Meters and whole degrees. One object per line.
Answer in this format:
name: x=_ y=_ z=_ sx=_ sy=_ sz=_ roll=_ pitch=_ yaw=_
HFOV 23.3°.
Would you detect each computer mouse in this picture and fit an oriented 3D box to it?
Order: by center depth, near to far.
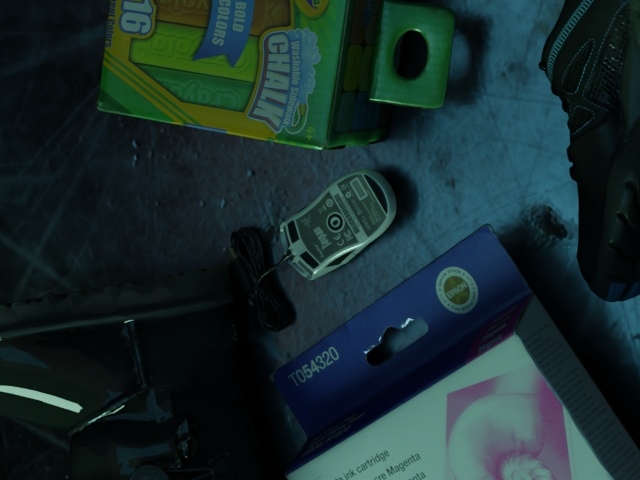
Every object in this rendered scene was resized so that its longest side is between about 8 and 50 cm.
computer mouse: x=0.000 y=0.000 z=1.480 sx=0.193 sy=0.042 sz=0.106 roll=-33 pitch=79 yaw=25

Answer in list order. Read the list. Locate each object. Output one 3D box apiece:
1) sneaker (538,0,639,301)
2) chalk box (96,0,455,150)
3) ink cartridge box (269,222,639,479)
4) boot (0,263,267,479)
sneaker: x=0.264 y=-0.118 z=1.352 sx=0.139 sy=0.125 sz=0.341 roll=17 pitch=105 yaw=45
chalk box: x=-0.027 y=-0.182 z=1.396 sx=0.289 sy=0.179 sz=0.180 roll=10 pitch=99 yaw=19
ink cartridge box: x=0.118 y=0.203 z=1.390 sx=0.324 sy=0.071 sz=0.330 roll=-38 pitch=83 yaw=39
boot: x=-0.222 y=0.273 z=1.476 sx=0.367 sy=0.146 sz=0.445 roll=-10 pitch=89 yaw=2
